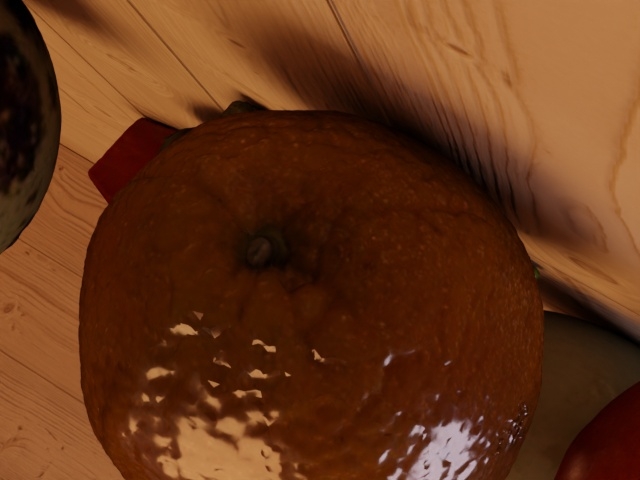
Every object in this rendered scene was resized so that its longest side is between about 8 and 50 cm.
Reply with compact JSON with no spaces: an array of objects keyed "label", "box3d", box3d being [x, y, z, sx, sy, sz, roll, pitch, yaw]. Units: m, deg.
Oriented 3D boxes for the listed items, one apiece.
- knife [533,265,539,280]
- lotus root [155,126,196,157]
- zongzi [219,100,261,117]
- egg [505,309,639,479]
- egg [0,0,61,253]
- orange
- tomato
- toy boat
[{"label":"knife","box3d":[0.095,-0.024,1.239,0.212,0.015,0.054,33,174,-15]},{"label":"lotus root","box3d":[-0.103,-0.035,1.554,0.173,0.173,0.309,32,171,-11]},{"label":"zongzi","box3d":[-0.045,-0.054,1.366,0.130,0.062,0.154,25,156,-6]},{"label":"egg","box3d":[0.223,0.219,1.372,0.336,0.278,0.278,31,176,-11]},{"label":"egg","box3d":[-0.433,-0.137,1.382,0.428,0.345,0.345,34,176,14]},{"label":"orange","box3d":[-0.011,0.063,1.042,0.322,0.322,0.357,30,169,20]},{"label":"tomato","box3d":[0.295,0.164,1.150,0.233,0.139,0.200,8,173,-26]},{"label":"toy boat","box3d":[-0.157,-0.038,1.862,0.133,0.145,0.332,47,172,-31]}]
